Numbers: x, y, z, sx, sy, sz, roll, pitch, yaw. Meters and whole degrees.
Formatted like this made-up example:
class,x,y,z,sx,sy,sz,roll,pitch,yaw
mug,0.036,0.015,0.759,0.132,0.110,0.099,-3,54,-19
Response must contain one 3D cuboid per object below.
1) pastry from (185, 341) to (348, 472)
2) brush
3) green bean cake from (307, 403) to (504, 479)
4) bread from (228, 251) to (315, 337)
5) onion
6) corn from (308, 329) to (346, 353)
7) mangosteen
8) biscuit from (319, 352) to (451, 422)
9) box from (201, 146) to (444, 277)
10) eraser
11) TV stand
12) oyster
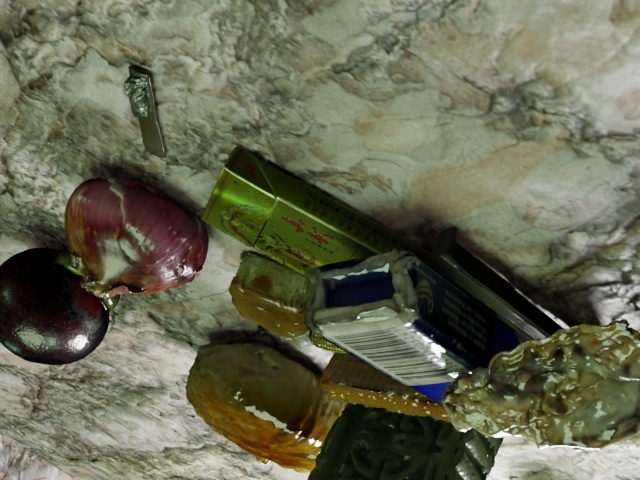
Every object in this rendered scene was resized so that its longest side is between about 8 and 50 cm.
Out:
class,x,y,z,sx,sy,sz,roll,pitch,yaw
pastry,-0.092,0.291,2.183,0.330,0.136,0.329,21,155,11
brush,-0.224,-0.155,1.621,0.034,0.027,0.190,24,155,12
green bean cake,0.125,0.329,1.928,0.255,0.241,0.132,9,150,33
bread,-0.064,0.085,1.859,0.140,0.069,0.128,18,153,21
onion,-0.279,0.013,1.828,0.230,0.163,0.230,16,145,11
corn,0.064,0.133,1.823,0.203,0.072,0.072,0,143,45
mangosteen,-0.450,0.100,2.123,0.216,0.216,0.216,22,153,12
biscuit,0.166,0.210,1.843,0.379,0.094,0.054,5,140,37
box,0.000,0.000,1.669,0.311,0.043,0.173,29,154,-3
eraser,0.130,0.116,1.609,0.155,0.101,0.332,-11,152,34
TV stand,0.245,0.076,1.572,0.256,0.049,0.040,37,151,-17
oyster,0.309,0.192,1.534,0.355,0.107,0.201,-24,139,39
